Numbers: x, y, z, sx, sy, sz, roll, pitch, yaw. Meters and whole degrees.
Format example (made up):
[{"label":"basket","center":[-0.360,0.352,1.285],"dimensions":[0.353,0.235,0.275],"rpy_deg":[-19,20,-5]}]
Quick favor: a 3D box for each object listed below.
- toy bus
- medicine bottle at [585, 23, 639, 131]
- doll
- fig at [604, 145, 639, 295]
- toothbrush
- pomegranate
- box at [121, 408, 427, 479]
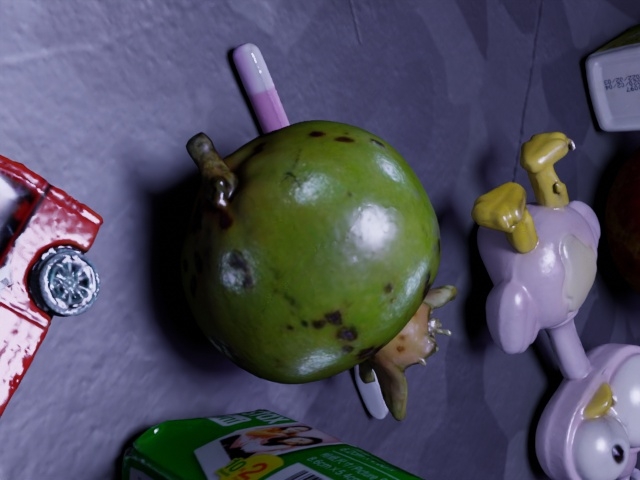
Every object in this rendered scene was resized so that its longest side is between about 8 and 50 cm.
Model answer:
[{"label":"toy bus","center":[-0.179,0.056,0.437],"dimensions":[0.089,0.081,0.195],"rpy_deg":[37,63,-28]},{"label":"medicine bottle","center":[0.367,-0.181,0.976],"dimensions":[0.188,0.132,0.088],"rpy_deg":[-34,112,-44]},{"label":"doll","center":[0.218,0.088,0.841],"dimensions":[0.160,0.094,0.365],"rpy_deg":[-46,120,-33]},{"label":"fig","center":[0.377,-0.019,0.959],"dimensions":[0.205,0.205,0.205],"rpy_deg":[2,87,-46]},{"label":"toothbrush","center":[0.000,0.000,0.667],"dimensions":[0.025,0.020,0.286],"rpy_deg":[-44,120,-47]},{"label":"pomegranate","center":[0.005,0.017,0.591],"dimensions":[0.220,0.156,0.156],"rpy_deg":[42,58,-60]},{"label":"box","center":[-0.013,0.191,0.485],"dimensions":[0.103,0.250,0.180],"rpy_deg":[-2,93,-31]}]
